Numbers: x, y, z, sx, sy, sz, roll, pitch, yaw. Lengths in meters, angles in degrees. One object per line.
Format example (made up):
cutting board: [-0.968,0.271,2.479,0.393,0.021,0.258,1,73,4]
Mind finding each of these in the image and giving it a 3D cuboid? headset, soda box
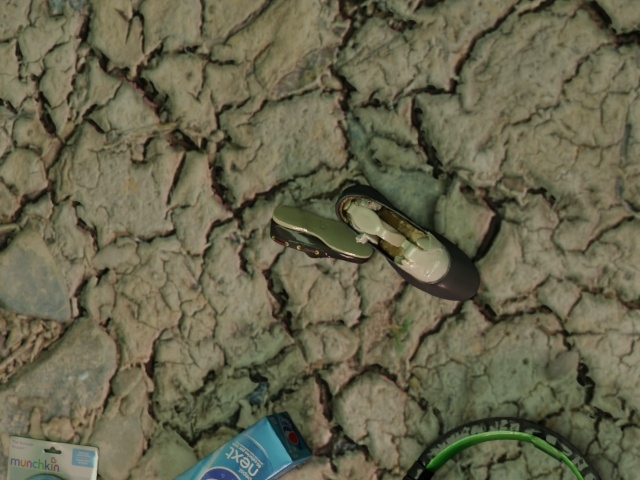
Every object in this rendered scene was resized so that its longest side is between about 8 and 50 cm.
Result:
headset: [0.158,0.380,1.430,0.243,0.185,0.394,29,85,23]
soda box: [-0.118,0.295,1.599,0.210,0.071,0.067,-36,77,15]

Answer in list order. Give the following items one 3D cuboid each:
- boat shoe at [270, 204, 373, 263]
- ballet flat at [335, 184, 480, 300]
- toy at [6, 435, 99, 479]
boat shoe: [0.001,-0.001,1.582,0.133,0.049,0.042,20,129,11]
ballet flat: [0.096,0.004,1.530,0.203,0.074,0.074,38,101,17]
toy: [-0.371,0.384,1.698,0.136,0.056,0.237,4,90,19]
